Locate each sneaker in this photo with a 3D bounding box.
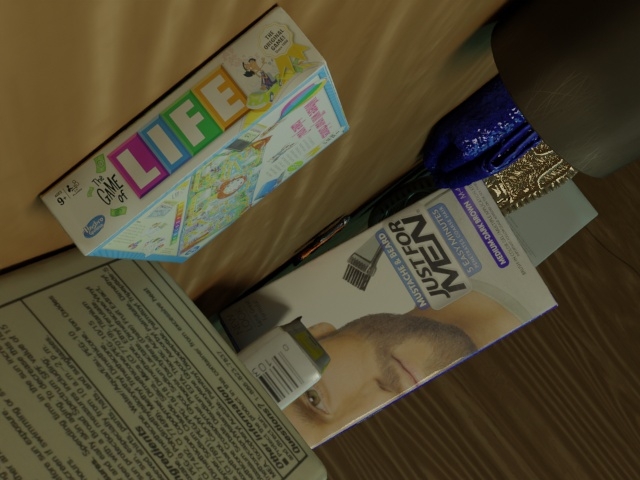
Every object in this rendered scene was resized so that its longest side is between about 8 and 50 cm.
[{"bbox_3d":[0.192,-0.077,1.399,0.282,0.099,0.153,-25,-163,7],"label":"sneaker"}]

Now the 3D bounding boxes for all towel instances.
[{"bbox_3d":[0.248,-0.163,1.106,0.308,0.076,0.227,-38,175,-2],"label":"towel"}]

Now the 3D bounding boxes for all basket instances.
[{"bbox_3d":[0.230,-0.150,0.659,0.227,0.154,0.204,-37,176,33],"label":"basket"}]

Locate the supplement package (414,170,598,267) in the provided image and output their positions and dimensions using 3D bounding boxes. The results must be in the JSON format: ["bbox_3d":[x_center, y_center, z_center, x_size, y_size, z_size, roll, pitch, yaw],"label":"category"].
[{"bbox_3d":[0.236,-0.036,1.535,0.203,0.194,0.149,-35,175,-28],"label":"supplement package"}]

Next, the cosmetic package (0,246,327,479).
[{"bbox_3d":[-0.137,0.115,0.375,0.129,0.153,0.296,-41,173,24],"label":"cosmetic package"}]

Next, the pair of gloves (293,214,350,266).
[{"bbox_3d":[0.000,0.000,1.205,0.074,0.010,0.083,-39,179,-13],"label":"pair of gloves"}]

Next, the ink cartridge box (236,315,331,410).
[{"bbox_3d":[-0.124,0.189,1.010,0.304,0.072,0.307,-40,173,1],"label":"ink cartridge box"}]

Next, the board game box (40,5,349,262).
[{"bbox_3d":[-0.040,-0.033,0.432,0.103,0.026,0.154,-38,175,2],"label":"board game box"}]

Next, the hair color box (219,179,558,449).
[{"bbox_3d":[0.074,0.083,1.238,0.339,0.185,0.110,-30,173,-7],"label":"hair color box"}]
